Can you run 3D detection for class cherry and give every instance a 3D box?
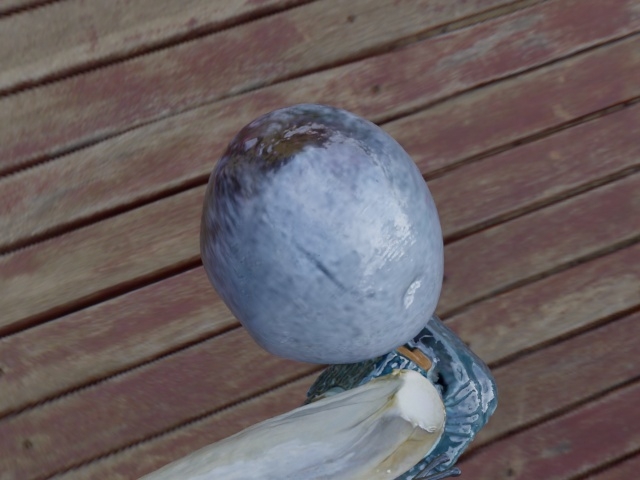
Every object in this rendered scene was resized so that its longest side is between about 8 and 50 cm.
[{"bbox_3d":[0.000,0.000,1.295,0.218,0.296,0.255,-36,61,-27],"label":"cherry"}]

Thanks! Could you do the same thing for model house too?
[{"bbox_3d":[0.054,0.212,1.466,0.184,0.291,0.253,44,101,12],"label":"model house"}]

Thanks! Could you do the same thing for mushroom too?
[{"bbox_3d":[-0.054,0.203,1.110,0.351,0.123,0.095,-27,70,15],"label":"mushroom"}]

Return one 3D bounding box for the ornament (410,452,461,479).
[{"bbox_3d":[0.054,0.204,0.871,0.125,0.028,0.073,-39,60,-3],"label":"ornament"}]
